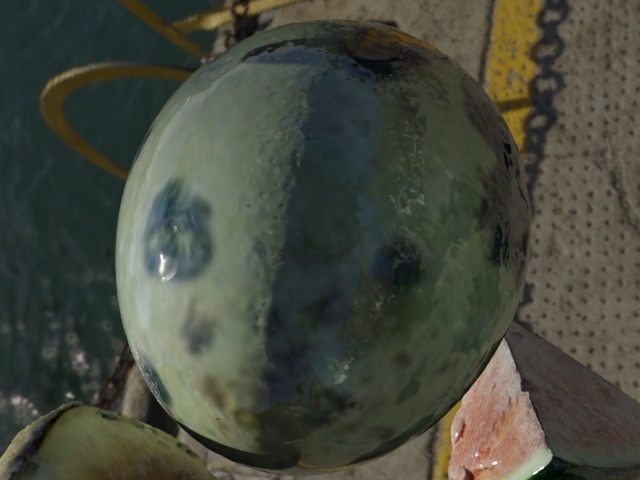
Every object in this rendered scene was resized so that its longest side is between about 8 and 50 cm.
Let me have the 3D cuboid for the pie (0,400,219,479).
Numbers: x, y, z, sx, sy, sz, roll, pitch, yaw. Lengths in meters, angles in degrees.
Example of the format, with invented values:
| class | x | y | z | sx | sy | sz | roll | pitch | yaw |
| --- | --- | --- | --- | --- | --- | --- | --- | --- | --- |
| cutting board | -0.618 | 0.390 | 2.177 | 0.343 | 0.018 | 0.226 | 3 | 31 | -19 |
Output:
| class | x | y | z | sx | sy | sz | roll | pitch | yaw |
| --- | --- | --- | --- | --- | --- | --- | --- | --- | --- |
| pie | -0.123 | 0.267 | 0.725 | 0.075 | 0.337 | 0.337 | -35 | 51 | 20 |

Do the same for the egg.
| class | x | y | z | sx | sy | sz | roll | pitch | yaw |
| --- | --- | --- | --- | --- | --- | --- | --- | --- | --- |
| egg | 0.000 | 0.000 | 0.835 | 0.345 | 0.345 | 0.428 | -20 | 22 | 29 |

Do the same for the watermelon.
| class | x | y | z | sx | sy | sz | roll | pitch | yaw |
| --- | --- | --- | --- | --- | --- | --- | --- | --- | --- |
| watermelon | 0.326 | 0.271 | 1.389 | 0.283 | 0.250 | 0.292 | -35 | 31 | 45 |
